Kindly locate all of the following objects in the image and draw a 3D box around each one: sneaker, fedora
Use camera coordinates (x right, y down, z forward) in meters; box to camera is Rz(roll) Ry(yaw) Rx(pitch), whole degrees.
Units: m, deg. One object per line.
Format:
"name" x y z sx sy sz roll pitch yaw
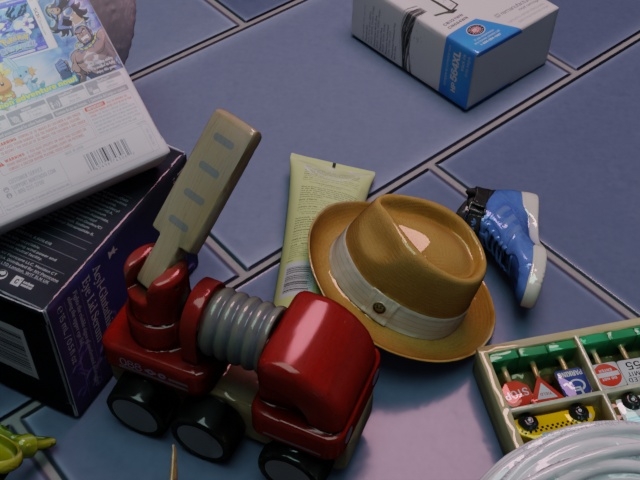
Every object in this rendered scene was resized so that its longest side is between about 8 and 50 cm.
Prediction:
"sneaker" 0.168 0.002 0.905 0.084 0.058 0.152 9 44 0
"fedora" 0.085 0.016 0.844 0.194 0.079 0.194 17 42 -16

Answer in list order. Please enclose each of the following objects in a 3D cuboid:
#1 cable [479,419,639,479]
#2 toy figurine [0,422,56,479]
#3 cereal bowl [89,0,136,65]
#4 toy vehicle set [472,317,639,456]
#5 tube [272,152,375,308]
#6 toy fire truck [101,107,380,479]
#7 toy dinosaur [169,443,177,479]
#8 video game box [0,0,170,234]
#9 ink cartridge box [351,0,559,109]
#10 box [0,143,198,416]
"cable" 0.207 0.253 0.638 0.257 0.089 0.257 -32 68 -20
"toy figurine" -0.411 0.206 0.699 0.362 0.191 0.217 16 79 4
"cereal bowl" -0.313 -0.177 0.889 0.339 0.339 0.141 -31 67 -26
"toy vehicle set" 0.281 0.143 0.795 0.266 0.035 0.166 -9 49 -9
"tube" 0.000 0.000 0.914 0.062 0.070 0.240 -26 35 30
"toy fire truck" -0.058 0.049 0.734 0.217 0.246 0.158 18 50 15
"toy dinosaur" -0.065 0.258 0.683 0.211 0.064 0.112 32 36 14
"video game box" -0.253 -0.107 0.741 0.205 0.048 0.187 -27 91 -25
"ink cartridge box" 0.156 -0.266 1.134 0.148 0.086 0.203 -33 57 -27
"box" -0.207 0.019 0.824 0.108 0.153 0.207 21 51 17
